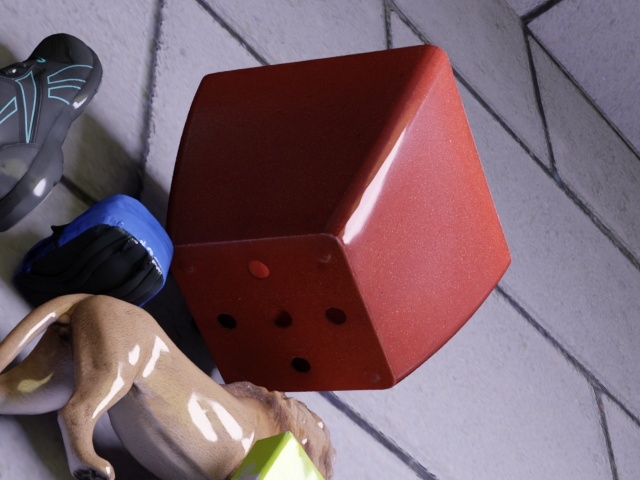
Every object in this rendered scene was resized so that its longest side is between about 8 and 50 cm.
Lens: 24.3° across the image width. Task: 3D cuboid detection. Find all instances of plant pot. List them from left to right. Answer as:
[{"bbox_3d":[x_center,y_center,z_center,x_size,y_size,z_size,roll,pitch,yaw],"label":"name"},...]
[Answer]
[{"bbox_3d":[0.000,0.000,1.412,0.236,0.267,0.267,-62,139,-48],"label":"plant pot"}]

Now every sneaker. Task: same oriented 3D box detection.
[{"bbox_3d":[-0.271,-0.125,1.339,0.106,0.101,0.267,43,28,-24],"label":"sneaker"}]

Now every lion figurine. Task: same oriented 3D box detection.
[{"bbox_3d":[-0.129,0.148,1.223,0.392,0.142,0.240,52,39,-31],"label":"lion figurine"}]

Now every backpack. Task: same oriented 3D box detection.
[{"bbox_3d":[-0.192,0.014,1.300,0.098,0.120,0.101,46,28,-23],"label":"backpack"}]

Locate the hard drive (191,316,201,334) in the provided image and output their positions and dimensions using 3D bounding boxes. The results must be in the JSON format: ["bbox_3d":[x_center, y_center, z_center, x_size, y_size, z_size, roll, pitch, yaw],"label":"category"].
[{"bbox_3d":[-0.089,0.069,1.543,0.094,0.022,0.135,46,27,-24],"label":"hard drive"}]

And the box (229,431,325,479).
[{"bbox_3d":[-0.045,0.246,1.145,0.109,0.042,0.178,56,40,-16],"label":"box"}]
